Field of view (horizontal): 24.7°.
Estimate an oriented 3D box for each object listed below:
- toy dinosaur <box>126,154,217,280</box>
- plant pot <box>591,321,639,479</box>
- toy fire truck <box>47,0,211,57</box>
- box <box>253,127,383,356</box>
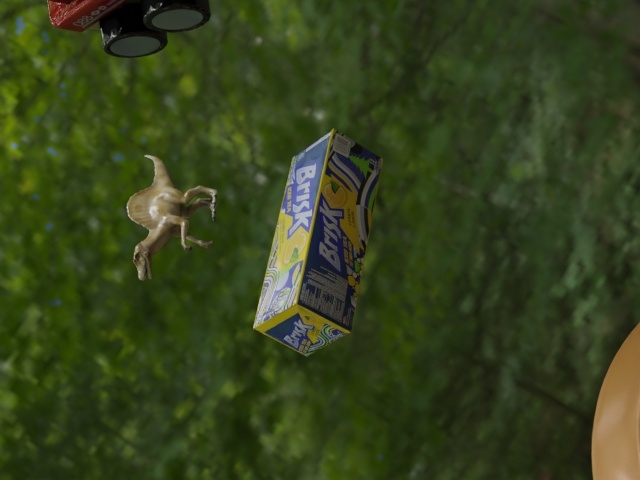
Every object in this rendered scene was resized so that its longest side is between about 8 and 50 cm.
[{"bbox_3d":[-0.154,-0.040,1.521,0.053,0.093,0.183,99,174,-47],"label":"toy dinosaur"},{"bbox_3d":[0.342,0.130,0.900,0.291,0.291,0.203,-48,-1,-25],"label":"plant pot"},{"bbox_3d":[-0.192,-0.262,1.139,0.246,0.217,0.158,4,-107,-42],"label":"toy fire truck"},{"bbox_3d":[0.000,0.000,1.128,0.059,0.054,0.169,-32,36,45],"label":"box"}]
